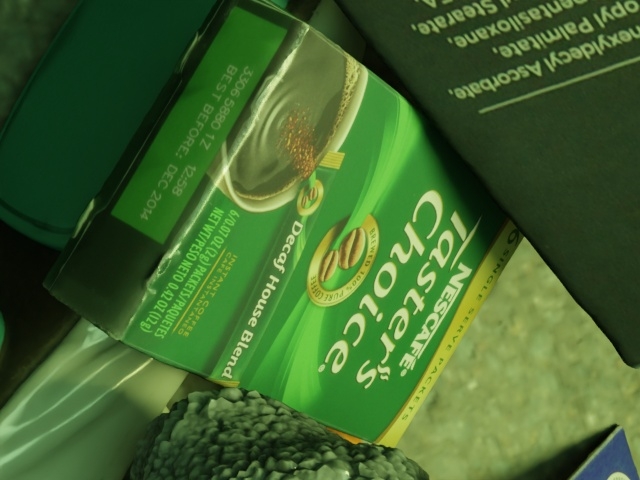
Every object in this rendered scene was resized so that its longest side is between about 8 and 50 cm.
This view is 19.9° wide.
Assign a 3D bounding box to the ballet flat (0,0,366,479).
[{"bbox_3d":[-0.078,0.028,0.666,0.139,0.139,0.400,35,85,-19],"label":"ballet flat"}]

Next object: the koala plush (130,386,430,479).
[{"bbox_3d":[-0.005,0.179,0.544,0.203,0.196,0.221,30,78,-2],"label":"koala plush"}]

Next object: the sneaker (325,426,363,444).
[{"bbox_3d":[-0.036,0.234,0.681,0.180,0.124,0.321,45,78,-16],"label":"sneaker"}]

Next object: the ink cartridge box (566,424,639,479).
[{"bbox_3d":[0.170,0.275,0.751,0.176,0.069,0.371,-34,105,-52],"label":"ink cartridge box"}]

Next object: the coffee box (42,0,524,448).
[{"bbox_3d":[0.000,0.000,0.608,0.113,0.040,0.184,-58,147,0],"label":"coffee box"}]

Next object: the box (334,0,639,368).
[{"bbox_3d":[0.115,-0.207,0.573,0.395,0.212,0.293,49,44,-26],"label":"box"}]
